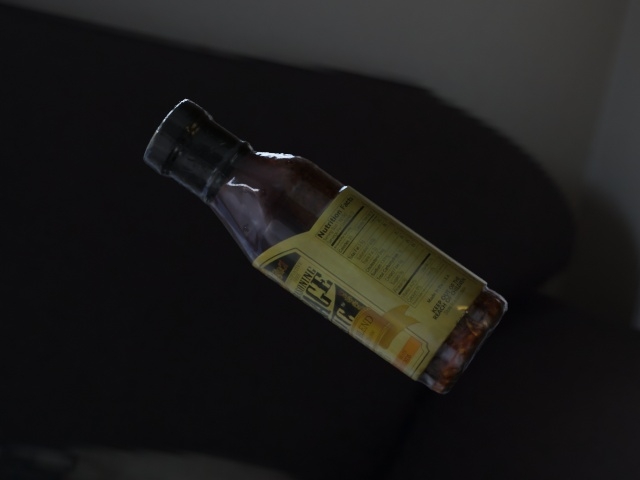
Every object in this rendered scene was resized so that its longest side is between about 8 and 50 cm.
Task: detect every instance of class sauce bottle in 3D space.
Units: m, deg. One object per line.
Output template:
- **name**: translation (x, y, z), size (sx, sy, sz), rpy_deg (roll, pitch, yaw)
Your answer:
- **sauce bottle**: translation (0.000, 0.000, 0.650), size (0.128, 0.042, 0.042), rpy_deg (35, 9, 7)
